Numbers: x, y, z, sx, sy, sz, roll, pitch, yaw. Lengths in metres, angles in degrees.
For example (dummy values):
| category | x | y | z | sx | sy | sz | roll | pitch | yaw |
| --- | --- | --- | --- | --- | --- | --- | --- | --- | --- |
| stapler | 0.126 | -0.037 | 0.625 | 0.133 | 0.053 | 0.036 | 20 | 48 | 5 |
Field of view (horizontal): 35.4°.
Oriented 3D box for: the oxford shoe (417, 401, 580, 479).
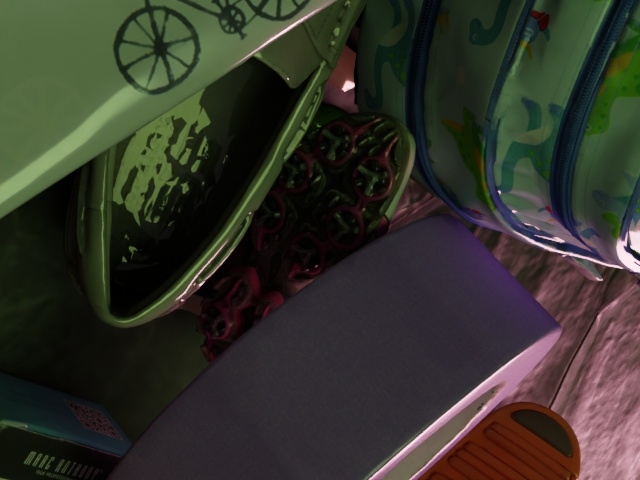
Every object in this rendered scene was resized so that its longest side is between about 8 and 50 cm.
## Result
| category | x | y | z | sx | sy | sz | roll | pitch | yaw |
| --- | --- | --- | --- | --- | --- | --- | --- | --- | --- |
| oxford shoe | 0.087 | 0.292 | 0.842 | 0.364 | 0.130 | 0.133 | -51 | 168 | -10 |

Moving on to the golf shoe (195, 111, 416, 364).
| category | x | y | z | sx | sy | sz | roll | pitch | yaw |
| --- | --- | --- | --- | --- | --- | --- | --- | --- | --- |
| golf shoe | 0.000 | 0.000 | 0.557 | 0.086 | 0.067 | 0.186 | -18 | 150 | -50 |

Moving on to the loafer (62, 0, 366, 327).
| category | x | y | z | sx | sy | sz | roll | pitch | yaw |
| --- | --- | --- | --- | --- | --- | --- | --- | --- | --- |
| loafer | -0.032 | -0.104 | 0.463 | 0.112 | 0.111 | 0.319 | 19 | 104 | -14 |

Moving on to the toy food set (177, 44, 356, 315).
| category | x | y | z | sx | sy | sz | roll | pitch | yaw |
| --- | --- | --- | --- | --- | --- | --- | --- | --- | --- |
| toy food set | -0.016 | -0.022 | 0.593 | 0.132 | 0.038 | 0.192 | 26 | 98 | -45 |

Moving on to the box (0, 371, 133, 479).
| category | x | y | z | sx | sy | sz | roll | pitch | yaw |
| --- | --- | --- | --- | --- | --- | --- | --- | --- | --- |
| box | -0.211 | 0.193 | 0.554 | 0.100 | 0.060 | 0.244 | 31 | 94 | -45 |

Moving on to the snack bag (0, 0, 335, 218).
| category | x | y | z | sx | sy | sz | roll | pitch | yaw |
| --- | --- | --- | --- | --- | --- | --- | --- | --- | --- |
| snack bag | -0.113 | -0.204 | 0.328 | 0.323 | 0.037 | 0.342 | -35 | 112 | -18 |

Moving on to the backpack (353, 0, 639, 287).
| category | x | y | z | sx | sy | sz | roll | pitch | yaw |
| --- | --- | --- | --- | --- | --- | --- | --- | --- | --- |
| backpack | 0.189 | -0.106 | 0.583 | 0.355 | 0.273 | 0.290 | 15 | 112 | -32 |

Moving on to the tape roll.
| category | x | y | z | sx | sy | sz | roll | pitch | yaw |
| --- | --- | --- | --- | --- | --- | --- | --- | --- | --- |
| tape roll | 0.007 | 0.111 | 0.573 | 0.275 | 0.090 | 0.275 | -39 | 163 | -14 |
